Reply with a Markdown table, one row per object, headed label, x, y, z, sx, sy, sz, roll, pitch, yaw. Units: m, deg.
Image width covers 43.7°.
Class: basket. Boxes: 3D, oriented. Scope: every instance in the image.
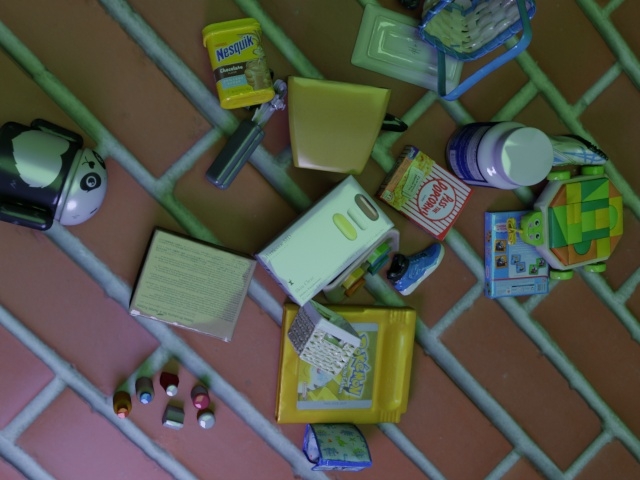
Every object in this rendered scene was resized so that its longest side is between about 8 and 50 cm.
| label | x | y | z | sx | sy | sz | roll | pitch | yaw |
| --- | --- | --- | --- | --- | --- | --- | --- | --- | --- |
| basket | 0.341 | -0.473 | 1.717 | 0.201 | 0.255 | 0.288 | 22 | 58 | -30 |
| basket | 0.003 | 0.211 | 1.749 | 0.113 | 0.167 | 0.103 | 30 | 93 | -17 |

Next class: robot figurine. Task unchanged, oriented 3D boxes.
| label | x | y | z | sx | sy | sz | roll | pitch | yaw |
| --- | --- | --- | --- | --- | --- | --- | --- | --- | --- |
| robot figurine | -0.567 | -0.136 | 1.594 | 0.278 | 0.173 | 0.209 | 19 | 92 | -16 |

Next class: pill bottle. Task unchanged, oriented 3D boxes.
| label | x | y | z | sx | sy | sz | roll | pitch | yaw |
| --- | --- | --- | --- | --- | --- | --- | --- | --- | --- |
| pill bottle | 0.402 | -0.192 | 1.799 | 0.153 | 0.265 | 0.153 | -2 | 98 | -15 |

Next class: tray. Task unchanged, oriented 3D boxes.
| label | x | y | z | sx | sy | sz | roll | pitch | yaw |
| --- | --- | --- | --- | --- | --- | --- | --- | --- | --- |
| tray | 0.214 | -0.439 | 1.839 | 0.271 | 0.030 | 0.145 | 14 | 93 | -16 |

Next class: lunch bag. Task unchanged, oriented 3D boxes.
| label | x | y | z | sx | sy | sz | roll | pitch | yaw |
| --- | --- | --- | --- | --- | --- | --- | --- | --- | --- |
| lunch bag | 0.038 | 0.488 | 1.851 | 0.129 | 0.151 | 0.096 | 6 | 95 | -16 |

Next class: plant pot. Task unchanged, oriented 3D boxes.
| label | x | y | z | sx | sy | sz | roll | pitch | yaw |
| --- | --- | --- | --- | --- | --- | --- | --- | --- | --- |
| plant pot | 0.025 | -0.248 | 1.711 | 0.212 | 0.212 | 0.187 | 7 | 103 | -3 |

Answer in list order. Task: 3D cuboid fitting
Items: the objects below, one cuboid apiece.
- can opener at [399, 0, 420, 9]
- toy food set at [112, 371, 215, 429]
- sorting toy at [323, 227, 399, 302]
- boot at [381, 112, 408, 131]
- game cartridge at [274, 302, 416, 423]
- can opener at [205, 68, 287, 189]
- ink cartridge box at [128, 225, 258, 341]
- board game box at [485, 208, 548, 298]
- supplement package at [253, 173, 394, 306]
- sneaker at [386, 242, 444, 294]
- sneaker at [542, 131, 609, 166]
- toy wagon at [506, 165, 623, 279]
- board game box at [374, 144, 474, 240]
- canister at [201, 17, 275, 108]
| label | x | y | z | sx | sy | sz | roll | pitch | yaw |
| --- | --- | --- | --- | --- | --- | --- | --- | --- | --- |
| can opener | 0.215 | -0.613 | 1.803 | 0.059 | 0.073 | 0.186 | 13 | 85 | -8 |
| toy food set | -0.333 | 0.362 | 1.759 | 0.232 | 0.104 | 0.111 | 20 | 92 | -17 |
| sorting toy | 0.098 | 0.065 | 1.797 | 0.208 | 0.193 | 0.038 | -40 | 76 | -5 |
| boot | 0.129 | -0.249 | 1.834 | 0.121 | 0.045 | 0.099 | 27 | 88 | -10 |
| game cartridge | 0.061 | 0.292 | 1.884 | 0.324 | 0.053 | 0.285 | 3 | 97 | -14 |
| can opener | -0.165 | -0.244 | 1.752 | 0.093 | 0.074 | 0.280 | 30 | 87 | 18 |
| ink cartridge box | -0.280 | 0.094 | 1.747 | 0.235 | 0.088 | 0.193 | 19 | 94 | -17 |
| board game box | 0.486 | 0.031 | 1.969 | 0.160 | 0.039 | 0.211 | -4 | 99 | -15 |
| supplement package | 0.000 | 0.000 | 1.738 | 0.262 | 0.204 | 0.145 | -42 | 94 | -6 |
| sneaker | 0.221 | 0.050 | 1.890 | 0.152 | 0.058 | 0.084 | -47 | 115 | 2 |
| sneaker | 0.595 | -0.214 | 1.952 | 0.237 | 0.085 | 0.086 | 8 | 121 | -19 |
| toy wagon | 0.603 | -0.039 | 1.947 | 0.345 | 0.068 | 0.267 | -10 | 100 | -30 |
| board game box | 0.246 | -0.112 | 1.882 | 0.194 | 0.045 | 0.146 | 32 | 88 | -17 |
| canister | -0.172 | -0.373 | 1.691 | 0.126 | 0.073 | 0.169 | -13 | 79 | -10 |
